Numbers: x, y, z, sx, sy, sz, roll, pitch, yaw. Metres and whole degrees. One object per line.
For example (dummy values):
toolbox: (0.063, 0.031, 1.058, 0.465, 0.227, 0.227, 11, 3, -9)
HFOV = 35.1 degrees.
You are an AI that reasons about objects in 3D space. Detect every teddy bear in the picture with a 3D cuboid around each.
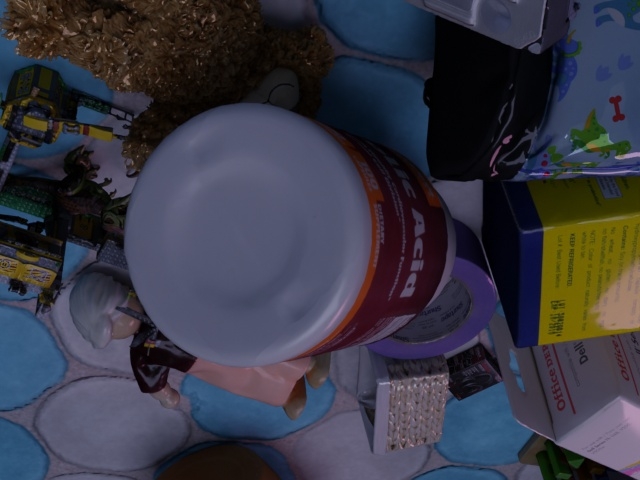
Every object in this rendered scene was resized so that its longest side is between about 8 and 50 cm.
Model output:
teddy bear: (-0.132, -0.190, 0.970, 0.245, 0.113, 0.338, -50, 120, -12)

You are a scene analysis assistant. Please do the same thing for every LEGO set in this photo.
LEGO set: (-0.235, -0.015, 1.093, 0.331, 0.192, 0.255, 27, 124, -29)

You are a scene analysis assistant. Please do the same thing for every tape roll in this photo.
tape roll: (0.124, 0.061, 1.289, 0.189, 0.080, 0.189, -4, 132, -4)

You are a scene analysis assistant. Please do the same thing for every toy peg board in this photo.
toy peg board: (0.422, 0.332, 1.578, 0.160, 0.079, 0.161, 12, 130, -18)

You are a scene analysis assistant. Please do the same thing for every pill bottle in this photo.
pill bottle: (0.000, 0.000, 1.005, 0.224, 0.224, 0.392, -29, 169, 18)

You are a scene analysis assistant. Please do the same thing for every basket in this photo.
basket: (0.112, 0.201, 1.396, 0.103, 0.113, 0.167, -6, 133, -8)

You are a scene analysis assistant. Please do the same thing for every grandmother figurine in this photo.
grandmother figurine: (-0.166, 0.134, 1.311, 0.342, 0.104, 0.208, 25, 106, -23)

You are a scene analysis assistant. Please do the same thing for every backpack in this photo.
backpack: (0.312, -0.183, 0.982, 0.355, 0.273, 0.290, 3, 96, -28)

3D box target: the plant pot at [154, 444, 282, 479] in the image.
plant pot: (-0.138, 0.441, 1.487, 0.291, 0.291, 0.203, -18, 116, 9)

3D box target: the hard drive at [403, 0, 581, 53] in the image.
hard drive: (0.059, -0.311, 0.796, 0.064, 0.339, 0.237, -38, 144, -32)

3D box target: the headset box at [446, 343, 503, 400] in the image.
headset box: (0.218, 0.188, 1.450, 0.083, 0.032, 0.062, -27, 130, 18)

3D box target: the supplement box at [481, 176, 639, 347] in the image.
supplement box: (0.378, -0.030, 1.162, 0.356, 0.195, 0.194, -8, 133, 0)

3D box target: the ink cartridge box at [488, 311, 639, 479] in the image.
ink cartridge box: (0.400, 0.192, 1.359, 0.353, 0.207, 0.119, 26, 126, -28)
